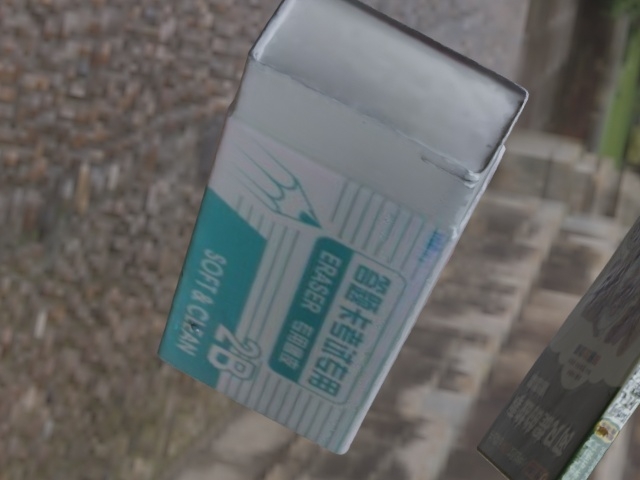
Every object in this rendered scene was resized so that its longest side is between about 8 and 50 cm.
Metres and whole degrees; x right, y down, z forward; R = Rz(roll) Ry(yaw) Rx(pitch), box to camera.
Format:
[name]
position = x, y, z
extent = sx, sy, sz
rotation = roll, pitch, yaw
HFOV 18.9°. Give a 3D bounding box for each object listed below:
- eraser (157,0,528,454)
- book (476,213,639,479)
[eraser]
position = 0.000, 0.000, 0.748
extent = 0.052, 0.095, 0.225
rotation = -59, 175, -34
[book]
position = 0.226, 0.081, 1.494
extent = 0.264, 0.027, 0.202
rotation = -55, -169, 0
